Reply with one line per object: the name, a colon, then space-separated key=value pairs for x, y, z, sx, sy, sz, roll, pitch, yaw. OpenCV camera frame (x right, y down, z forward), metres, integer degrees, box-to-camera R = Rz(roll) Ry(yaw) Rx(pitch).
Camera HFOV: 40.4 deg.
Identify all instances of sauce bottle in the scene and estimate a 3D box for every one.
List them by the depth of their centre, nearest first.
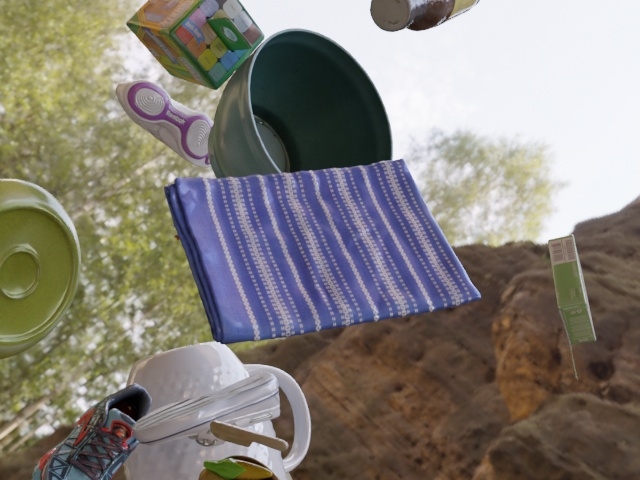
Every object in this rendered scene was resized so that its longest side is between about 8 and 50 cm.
sauce bottle: x=0.183 y=-0.415 z=1.471 sx=0.111 sy=0.344 sz=0.111 roll=10 pitch=-66 yaw=23

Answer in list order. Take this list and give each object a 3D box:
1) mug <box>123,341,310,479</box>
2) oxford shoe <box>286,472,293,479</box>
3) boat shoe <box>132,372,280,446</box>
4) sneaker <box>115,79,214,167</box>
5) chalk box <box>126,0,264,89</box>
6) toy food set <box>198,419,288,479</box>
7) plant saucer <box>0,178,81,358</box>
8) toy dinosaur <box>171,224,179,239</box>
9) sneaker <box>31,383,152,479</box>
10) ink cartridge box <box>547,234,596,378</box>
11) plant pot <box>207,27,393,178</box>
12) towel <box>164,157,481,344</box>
mug: x=-0.181 y=0.355 z=1.592 sx=0.276 sy=0.374 sz=0.328 roll=-29 pitch=-107 yaw=54
oxford shoe: x=-0.074 y=0.578 z=1.894 sx=0.140 sy=0.146 sz=0.397 roll=-17 pitch=-47 yaw=12
boat shoe: x=-0.158 y=0.267 z=1.275 sx=0.083 sy=0.226 sz=0.075 roll=11 pitch=-65 yaw=67
sneaker: x=-0.362 y=-0.290 z=2.092 sx=0.305 sy=0.114 sz=0.152 roll=41 pitch=-11 yaw=-36
chalk box: x=-0.195 y=-0.344 z=1.438 sx=0.213 sy=0.132 sz=0.132 roll=27 pitch=-18 yaw=50
toy food set: x=-0.099 y=0.336 z=1.117 sx=0.132 sy=0.038 sz=0.192 roll=7 pitch=-73 yaw=26
plant saucer: x=-0.400 y=0.041 z=1.129 sx=0.037 sy=0.241 sz=0.241 roll=11 pitch=-52 yaw=36
toy dinosaur: x=-0.319 y=-0.045 z=2.000 sx=0.090 sy=0.047 sz=0.082 roll=100 pitch=-15 yaw=-46
sneaker: x=-0.331 y=0.301 z=1.289 sx=0.104 sy=0.262 sz=0.125 roll=41 pitch=-62 yaw=-13
ink cartridge box: x=0.486 y=0.129 z=1.663 sx=0.056 sy=0.171 sz=0.235 roll=-13 pitch=-46 yaw=17
plant pot: x=-0.055 y=-0.159 z=1.379 sx=0.196 sy=0.293 sz=0.293 roll=-22 pitch=-75 yaw=46
towel: x=0.000 y=0.000 z=1.046 sx=0.040 sy=0.336 sz=0.243 roll=108 pitch=-33 yaw=-46
